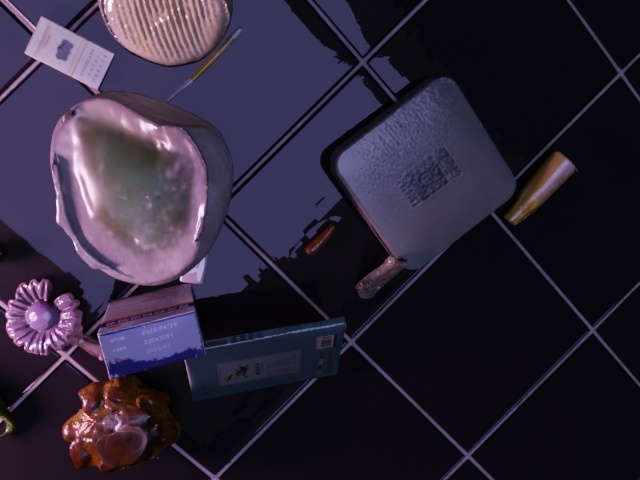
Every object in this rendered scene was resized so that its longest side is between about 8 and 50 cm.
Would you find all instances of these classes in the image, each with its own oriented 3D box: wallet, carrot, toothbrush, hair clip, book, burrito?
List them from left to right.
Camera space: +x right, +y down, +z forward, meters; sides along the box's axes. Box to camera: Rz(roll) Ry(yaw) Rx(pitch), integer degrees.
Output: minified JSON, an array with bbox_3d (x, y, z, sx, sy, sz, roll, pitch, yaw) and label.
[{"bbox_3d":[-0.582,0.214,1.616,0.300,0.069,0.173,33,93,-17],"label":"hair clip"},{"bbox_3d":[-0.300,0.042,1.668,0.061,0.025,0.122,7,100,-16],"label":"wallet"},{"bbox_3d":[-0.275,-0.380,1.590,0.288,0.021,0.024,-46,118,0],"label":"toothbrush"},{"bbox_3d":[-0.132,0.290,1.674,0.379,0.031,0.264,-8,143,-11],"label":"book"},{"bbox_3d":[0.000,0.000,1.727,0.093,0.032,0.032,-46,107,-7],"label":"carrot"},{"bbox_3d":[0.148,0.091,1.739,0.051,0.042,0.171,32,135,-15],"label":"burrito"}]

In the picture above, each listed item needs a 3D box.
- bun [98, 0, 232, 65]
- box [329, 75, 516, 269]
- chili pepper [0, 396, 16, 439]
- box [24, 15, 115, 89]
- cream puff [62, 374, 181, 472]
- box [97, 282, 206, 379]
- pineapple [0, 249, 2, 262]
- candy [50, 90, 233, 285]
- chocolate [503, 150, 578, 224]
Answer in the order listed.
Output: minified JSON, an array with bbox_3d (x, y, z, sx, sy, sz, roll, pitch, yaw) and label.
[{"bbox_3d":[-0.324,-0.514,1.471,0.287,0.146,0.287,-3,136,-3],"label":"bun"},{"bbox_3d":[0.257,-0.165,1.723,0.373,0.090,0.367,-37,108,-4],"label":"box"},{"bbox_3d":[-0.837,0.329,1.585,0.359,0.076,0.085,46,64,-17],"label":"chili pepper"},{"bbox_3d":[-0.545,-0.407,1.520,0.166,0.024,0.090,26,94,-16],"label":"box"},{"bbox_3d":[-0.463,0.433,1.644,0.268,0.155,0.241,12,98,-13],"label":"cream puff"},{"bbox_3d":[-0.366,0.189,1.539,0.200,0.299,0.106,-13,101,-10],"label":"box"},{"bbox_3d":[-0.774,0.032,1.542,0.124,0.058,0.058,11,99,-14],"label":"pineapple"},{"bbox_3d":[-0.387,-0.105,1.534,0.386,0.186,0.427,6,106,-2],"label":"candy"},{"bbox_3d":[0.560,-0.131,1.809,0.085,0.085,0.219,42,94,-17],"label":"chocolate"}]
